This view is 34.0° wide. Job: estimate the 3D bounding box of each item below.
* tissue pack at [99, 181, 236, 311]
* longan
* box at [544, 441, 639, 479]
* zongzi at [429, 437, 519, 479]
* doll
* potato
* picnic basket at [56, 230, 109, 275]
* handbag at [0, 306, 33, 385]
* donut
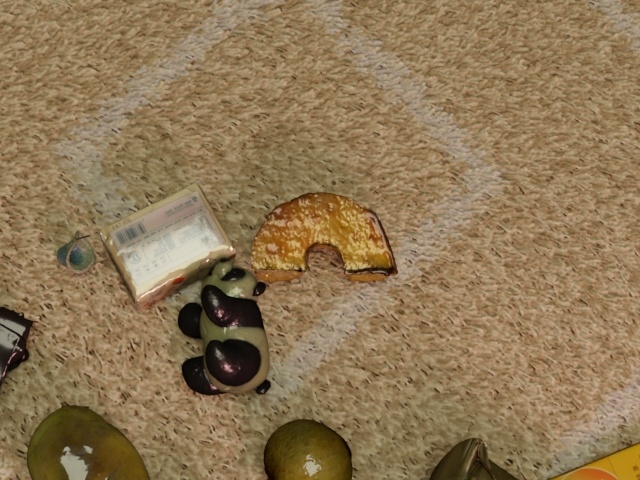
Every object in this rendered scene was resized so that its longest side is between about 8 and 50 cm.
[{"bbox_3d":[-0.263,0.010,1.812,0.196,0.092,0.148,-27,79,-13],"label":"tissue pack"},{"bbox_3d":[-0.031,0.376,1.711,0.176,0.145,0.154,-20,33,2],"label":"longan"},{"bbox_3d":[0.487,0.458,1.806,0.269,0.043,0.152,-19,77,-13],"label":"box"},{"bbox_3d":[0.309,0.570,1.623,0.447,0.181,0.418,31,56,15],"label":"zongzi"},{"bbox_3d":[-0.159,0.151,1.769,0.135,0.143,0.234,0,71,-32],"label":"doll"},{"bbox_3d":[-0.366,0.383,1.668,0.169,0.143,0.248,-38,90,-20],"label":"potato"},{"bbox_3d":[-0.412,0.021,1.803,0.083,0.065,0.083,-17,36,21],"label":"picnic basket"},{"bbox_3d":[-0.627,0.216,1.695,0.257,0.113,0.285,20,65,-7],"label":"handbag"},{"bbox_3d":[0.005,-0.004,1.846,0.259,0.101,0.152,2,73,-6],"label":"donut"}]
